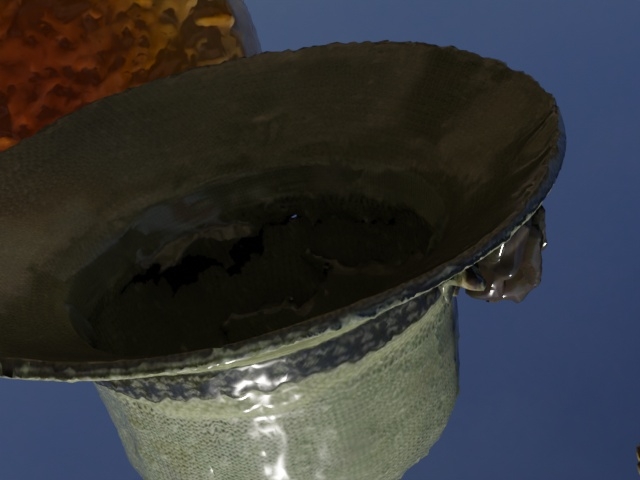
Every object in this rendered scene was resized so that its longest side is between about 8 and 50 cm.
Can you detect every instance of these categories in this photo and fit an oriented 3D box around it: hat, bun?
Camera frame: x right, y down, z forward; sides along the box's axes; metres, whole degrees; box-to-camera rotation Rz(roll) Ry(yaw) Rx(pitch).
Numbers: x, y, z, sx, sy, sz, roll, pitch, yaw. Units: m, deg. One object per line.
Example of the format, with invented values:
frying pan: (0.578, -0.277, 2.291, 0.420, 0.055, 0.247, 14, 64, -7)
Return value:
hat: (-0.021, 0.032, 0.726, 0.257, 0.130, 0.257, -12, -153, 6)
bun: (-0.186, -0.097, 1.379, 0.299, 0.299, 0.165, -35, 173, -8)

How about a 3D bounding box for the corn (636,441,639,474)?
corn: (0.329, 0.105, 1.319, 0.313, 0.102, 0.102, -51, 180, 43)
